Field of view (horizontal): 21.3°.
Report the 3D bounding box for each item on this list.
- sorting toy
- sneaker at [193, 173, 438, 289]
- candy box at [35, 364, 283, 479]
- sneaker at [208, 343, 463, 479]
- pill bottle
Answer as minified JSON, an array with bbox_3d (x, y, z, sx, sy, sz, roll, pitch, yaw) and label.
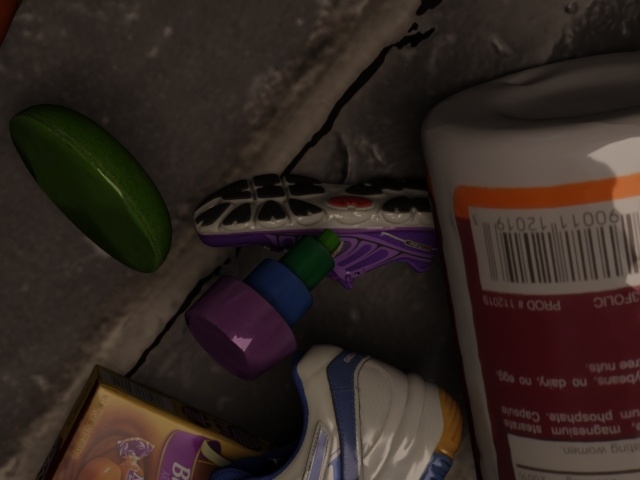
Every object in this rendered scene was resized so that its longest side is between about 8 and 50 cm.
[{"bbox_3d":[-0.124,-0.082,1.054,0.365,0.127,0.126,45,70,-3],"label":"sorting toy"},{"bbox_3d":[0.000,0.000,1.133,0.170,0.068,0.071,3,116,-7],"label":"sneaker"},{"bbox_3d":[-0.093,0.174,1.166,0.186,0.053,0.109,25,98,-16],"label":"candy box"},{"bbox_3d":[-0.027,0.205,1.118,0.131,0.112,0.296,28,92,-2],"label":"sneaker"},{"bbox_3d":[0.203,0.089,1.105,0.224,0.224,0.392,-12,106,-6],"label":"pill bottle"}]
